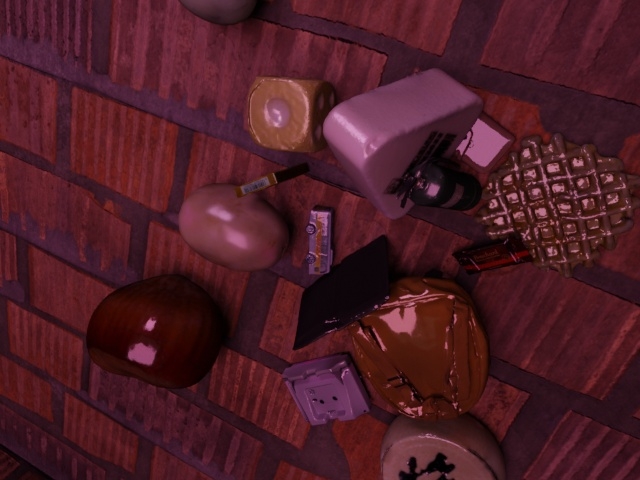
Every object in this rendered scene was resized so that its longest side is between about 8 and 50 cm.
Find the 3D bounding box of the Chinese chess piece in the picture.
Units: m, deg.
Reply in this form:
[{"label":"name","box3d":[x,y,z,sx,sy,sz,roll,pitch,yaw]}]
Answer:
[{"label":"Chinese chess piece","box3d":[0.342,0.646,1.252,0.350,0.146,0.348,7,110,20]}]

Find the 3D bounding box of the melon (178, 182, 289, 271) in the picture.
[{"label":"melon","box3d":[-0.239,-0.036,1.202,0.317,0.223,0.222,20,115,15]}]

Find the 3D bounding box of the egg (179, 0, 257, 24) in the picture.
[{"label":"egg","box3d":[-0.261,-0.631,1.010,0.203,0.203,0.282,-37,95,28]}]

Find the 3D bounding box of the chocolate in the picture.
[{"label":"chocolate","box3d":[0.405,0.037,1.042,0.086,0.028,0.183,46,141,-14]}]

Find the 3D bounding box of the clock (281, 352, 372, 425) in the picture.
[{"label":"clock","box3d":[0.017,0.461,1.354,0.253,0.083,0.186,-22,100,27]}]

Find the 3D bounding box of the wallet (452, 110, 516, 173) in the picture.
[{"label":"wallet","box3d":[0.346,-0.232,0.998,0.153,0.039,0.118,38,116,4]}]

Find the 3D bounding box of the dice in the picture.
[{"label":"dice","box3d":[-0.067,-0.308,1.065,0.169,0.169,0.166,13,112,18]}]

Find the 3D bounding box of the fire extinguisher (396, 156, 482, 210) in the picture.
[{"label":"fire extinguisher","box3d":[0.248,-0.116,0.932,0.093,0.295,0.118,34,111,34]}]

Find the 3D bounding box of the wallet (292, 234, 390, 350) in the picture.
[{"label":"wallet","box3d":[0.050,0.141,1.145,0.041,0.247,0.323,38,122,-23]}]

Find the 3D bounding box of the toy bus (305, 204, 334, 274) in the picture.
[{"label":"toy bus","box3d":[0.000,0.000,1.211,0.076,0.064,0.190,3,110,9]}]

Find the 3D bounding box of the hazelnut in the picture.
[{"label":"hazelnut","box3d":[-0.503,0.288,1.379,0.410,0.359,0.358,17,114,21]}]

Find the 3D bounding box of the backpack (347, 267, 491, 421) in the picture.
[{"label":"backpack","box3d":[0.247,0.269,1.125,0.354,0.201,0.377,-8,103,23]}]

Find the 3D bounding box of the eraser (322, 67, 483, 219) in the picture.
[{"label":"eraser","box3d":[0.166,-0.188,0.972,0.150,0.331,0.331,50,121,24]}]

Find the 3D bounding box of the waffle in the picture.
[{"label":"waffle","box3d":[0.519,-0.075,0.973,0.309,0.056,0.291,34,118,10]}]

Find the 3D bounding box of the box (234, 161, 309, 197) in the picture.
[{"label":"box","box3d":[-0.120,-0.157,1.127,0.122,0.193,0.030,-16,99,27]}]
